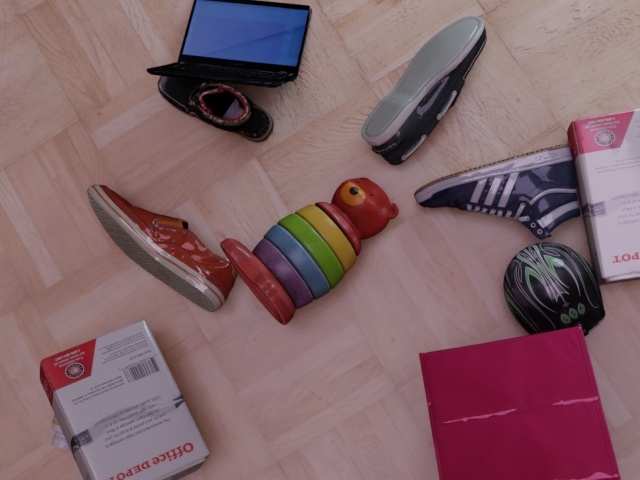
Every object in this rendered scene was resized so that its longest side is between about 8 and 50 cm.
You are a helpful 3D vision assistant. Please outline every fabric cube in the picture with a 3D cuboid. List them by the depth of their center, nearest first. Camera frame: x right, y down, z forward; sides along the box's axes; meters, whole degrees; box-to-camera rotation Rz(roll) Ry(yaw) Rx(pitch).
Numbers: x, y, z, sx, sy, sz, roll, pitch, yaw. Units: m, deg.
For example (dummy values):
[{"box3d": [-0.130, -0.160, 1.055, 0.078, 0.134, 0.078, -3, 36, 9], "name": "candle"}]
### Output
[{"box3d": [0.312, 0.315, 1.662, 0.258, 0.254, 0.259, -11, 59, 7], "name": "fabric cube"}]

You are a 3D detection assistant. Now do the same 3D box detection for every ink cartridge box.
[{"box3d": [0.550, -0.076, 1.782, 0.207, 0.117, 0.282, -9, 80, 7], "name": "ink cartridge box"}, {"box3d": [-0.342, 0.306, 1.810, 0.197, 0.114, 0.272, -21, 72, -24], "name": "ink cartridge box"}]

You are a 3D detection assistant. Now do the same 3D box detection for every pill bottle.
[{"box3d": [-0.450, 0.318, 1.896, 0.065, 0.065, 0.116, 14, 85, 10], "name": "pill bottle"}]

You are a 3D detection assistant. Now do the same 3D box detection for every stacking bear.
[{"box3d": [0.000, 0.000, 1.832, 0.289, 0.164, 0.175, -39, 55, -9], "name": "stacking bear"}]

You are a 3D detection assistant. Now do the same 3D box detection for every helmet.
[{"box3d": [0.390, 0.084, 1.769, 0.169, 0.169, 0.161, -32, 96, 3], "name": "helmet"}]

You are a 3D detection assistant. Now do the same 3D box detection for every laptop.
[{"box3d": [-0.157, -0.363, 1.881, 0.234, 0.264, 0.136, 7, 105, 9], "name": "laptop"}]

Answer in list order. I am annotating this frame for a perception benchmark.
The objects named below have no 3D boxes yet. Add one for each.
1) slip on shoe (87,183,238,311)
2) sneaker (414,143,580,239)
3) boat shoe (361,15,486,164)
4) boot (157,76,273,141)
[{"box3d": [-0.288, -0.001, 1.903, 0.331, 0.123, 0.101, 35, 65, 11], "name": "slip on shoe"}, {"box3d": [0.313, -0.061, 1.825, 0.282, 0.099, 0.153, -15, 91, 14], "name": "sneaker"}, {"box3d": [0.198, -0.269, 1.876, 0.302, 0.091, 0.114, -46, 35, 1], "name": "boat shoe"}, {"box3d": [-0.206, -0.260, 1.882, 0.236, 0.178, 0.085, 27, 91, 10], "name": "boot"}]
